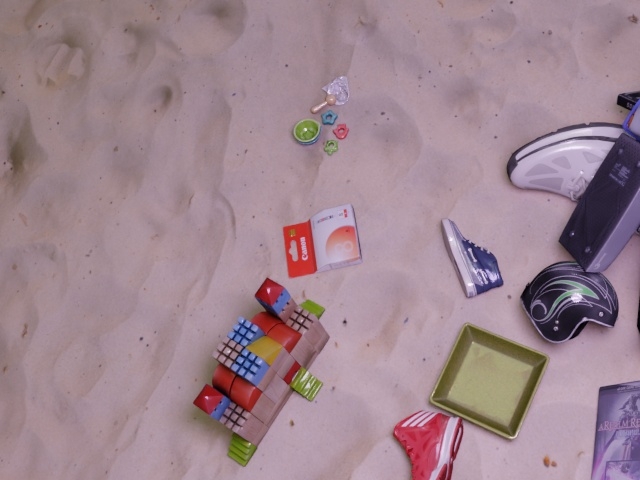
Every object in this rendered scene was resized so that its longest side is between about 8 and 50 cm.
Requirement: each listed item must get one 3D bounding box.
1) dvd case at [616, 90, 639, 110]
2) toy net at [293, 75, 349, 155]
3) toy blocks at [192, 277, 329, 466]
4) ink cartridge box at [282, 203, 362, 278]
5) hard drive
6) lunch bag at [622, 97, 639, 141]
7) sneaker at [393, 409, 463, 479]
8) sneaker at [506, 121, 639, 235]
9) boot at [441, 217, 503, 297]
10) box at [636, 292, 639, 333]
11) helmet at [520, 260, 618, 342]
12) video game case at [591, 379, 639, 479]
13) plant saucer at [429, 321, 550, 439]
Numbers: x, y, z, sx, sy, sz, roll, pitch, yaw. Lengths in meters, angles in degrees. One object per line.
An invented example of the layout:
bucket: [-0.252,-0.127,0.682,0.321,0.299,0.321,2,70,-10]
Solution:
dvd case: [0.790,-0.292,1.693,0.238,0.030,0.179,-11,30,-18]
toy net: [0.027,-0.329,1.998,0.122,0.045,0.232,17,70,22]
toy blocks: [-0.125,0.254,1.633,0.190,0.261,0.381,28,75,25]
ink cartridge box: [0.000,0.000,1.847,0.179,0.045,0.146,-12,62,6]
hard drive: [0.572,-0.070,1.545,0.054,0.172,0.255,21,109,-13]
lunch bag: [0.769,-0.303,1.404,0.238,0.328,0.386,34,101,-7]
sneaker: [0.194,0.442,1.571,0.128,0.087,0.221,11,56,28]
sneaker: [0.626,-0.101,1.657,0.447,0.169,0.258,-4,62,10]
boot: [0.332,0.029,1.738,0.086,0.069,0.190,-17,69,-2]
box: [0.692,0.061,1.499,0.143,0.165,0.271,4,100,16]
helmet: [0.503,0.122,1.580,0.161,0.169,0.169,-39,59,19]
video game case: [0.570,0.390,1.435,0.026,0.196,0.274,20,67,-17]
plant saucer: [0.345,0.288,1.613,0.188,0.045,0.188,21,72,24]
